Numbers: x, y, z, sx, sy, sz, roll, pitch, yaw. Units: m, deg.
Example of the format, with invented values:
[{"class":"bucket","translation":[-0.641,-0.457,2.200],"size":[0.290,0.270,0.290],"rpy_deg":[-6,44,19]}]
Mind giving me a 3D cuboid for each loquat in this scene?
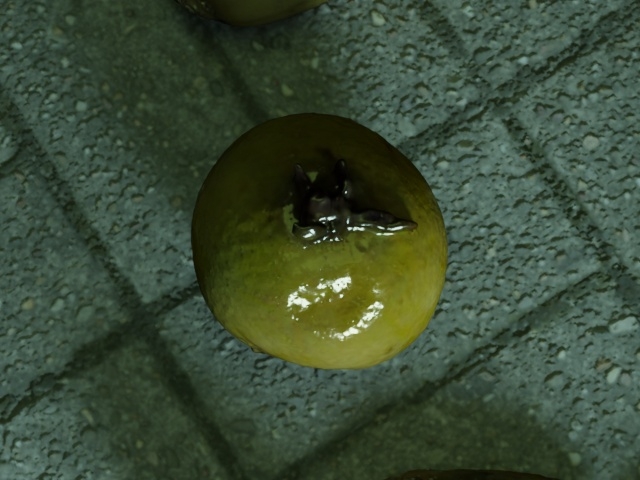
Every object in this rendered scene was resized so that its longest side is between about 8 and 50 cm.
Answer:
[{"class":"loquat","translation":[0.000,0.000,1.575],"size":[0.244,0.244,0.244],"rpy_deg":[0,75,-2]}]

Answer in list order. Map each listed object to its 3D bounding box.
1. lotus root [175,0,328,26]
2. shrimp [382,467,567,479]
[{"class":"lotus root","translation":[-0.003,-0.299,1.705],"size":[0.303,0.131,0.146],"rpy_deg":[-28,79,-9]},{"class":"shrimp","translation":[0.138,0.288,1.600],"size":[0.253,0.058,0.173],"rpy_deg":[8,83,4]}]
